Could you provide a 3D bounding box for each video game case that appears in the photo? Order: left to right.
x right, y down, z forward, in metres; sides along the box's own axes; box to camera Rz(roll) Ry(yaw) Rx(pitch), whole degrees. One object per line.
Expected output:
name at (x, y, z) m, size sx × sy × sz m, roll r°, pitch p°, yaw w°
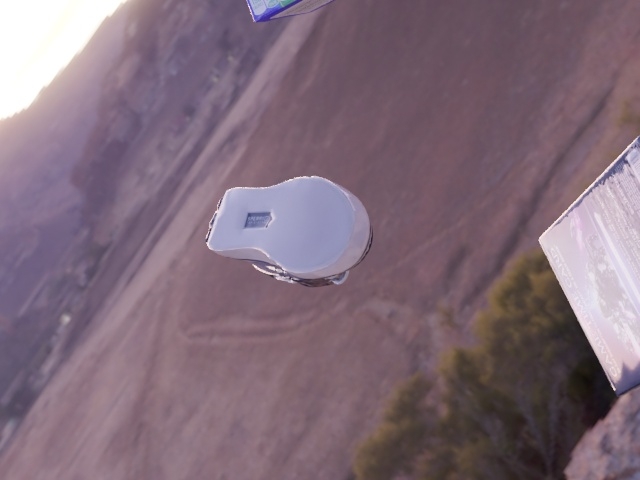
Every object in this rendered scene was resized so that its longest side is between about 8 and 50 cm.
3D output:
video game case at (0.312, 0.034, 1.177) m, size 0.026 × 0.196 × 0.274 m, roll -20°, pitch -15°, yaw -15°

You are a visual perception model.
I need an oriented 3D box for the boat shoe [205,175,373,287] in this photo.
boat shoe at (0.000, 0.000, 1.509) m, size 0.340 × 0.158 × 0.127 m, roll 12°, pitch 81°, yaw 58°

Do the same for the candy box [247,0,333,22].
candy box at (-0.007, -0.446, 1.329) m, size 0.268 × 0.317 × 0.122 m, roll -20°, pitch 1°, yaw 39°
